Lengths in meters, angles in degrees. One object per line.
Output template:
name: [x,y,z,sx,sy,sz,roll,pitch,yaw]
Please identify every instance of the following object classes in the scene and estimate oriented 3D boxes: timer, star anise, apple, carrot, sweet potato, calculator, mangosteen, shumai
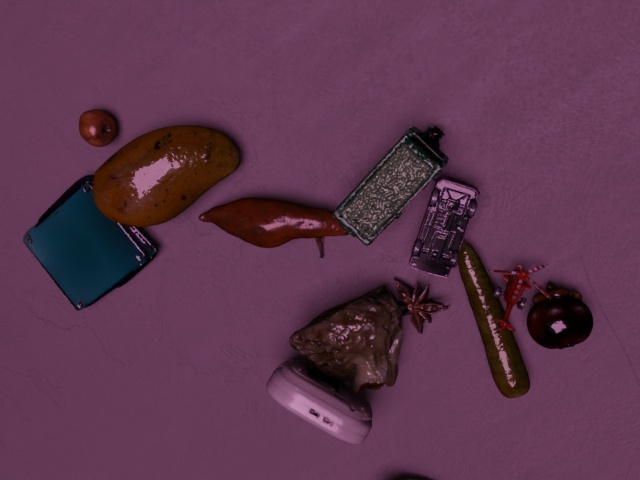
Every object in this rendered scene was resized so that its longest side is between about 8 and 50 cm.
timer: [0.003,0.342,1.498,0.237,0.262,0.087,31,88,4]
star anise: [0.202,0.128,1.491,0.129,0.056,0.124,45,130,10]
apple: [-0.500,-0.253,1.546,0.071,0.084,0.084,11,110,39]
carrot: [0.357,0.165,1.454,0.074,0.074,0.358,-19,97,18]
sweet potato: [-0.115,-0.038,1.487,0.359,0.112,0.112,5,107,24]
calculator: [-0.548,0.009,1.642,0.274,0.058,0.248,-38,93,21]
mangosteen: [0.482,0.151,1.400,0.140,0.140,0.140,4,106,13]
shumai: [0.077,0.235,1.482,0.256,0.189,0.218,-26,97,26]

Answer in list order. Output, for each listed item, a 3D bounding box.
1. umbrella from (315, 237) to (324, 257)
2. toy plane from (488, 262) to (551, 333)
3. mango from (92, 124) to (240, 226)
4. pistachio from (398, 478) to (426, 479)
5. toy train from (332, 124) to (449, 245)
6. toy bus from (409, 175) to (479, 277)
umbrella: [-0.002,0.001,1.521,0.020,0.031,0.083,-9,108,-17]
toy plane: [0.390,0.119,1.370,0.126,0.194,0.077,11,134,-4]
mango: [-0.341,-0.146,1.494,0.330,0.175,0.176,-28,142,19]
pistachio: [0.246,0.665,1.587,0.288,0.197,0.166,28,154,-7]
toy train: [0.151,-0.113,1.381,0.115,0.154,0.269,42,111,-3]
toy bus: [0.251,-0.033,1.405,0.096,0.108,0.198,17,111,4]
